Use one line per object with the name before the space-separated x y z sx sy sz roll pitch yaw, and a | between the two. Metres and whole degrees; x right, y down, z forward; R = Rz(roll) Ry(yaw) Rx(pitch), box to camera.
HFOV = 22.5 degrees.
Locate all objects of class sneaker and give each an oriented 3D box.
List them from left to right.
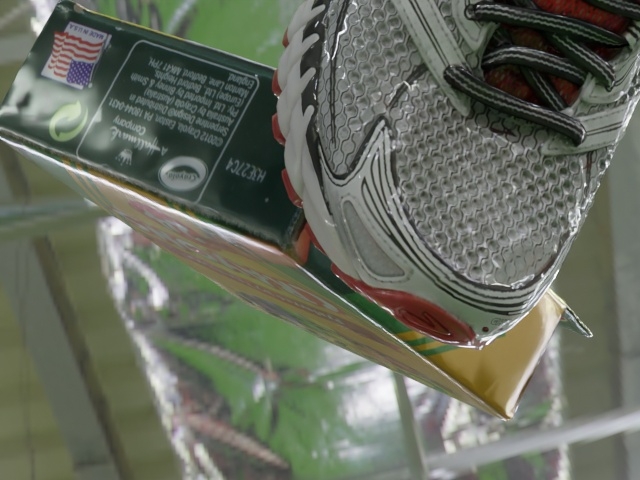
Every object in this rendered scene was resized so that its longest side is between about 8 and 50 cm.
sneaker | 0.057 -0.080 0.405 0.088 0.225 0.093 26 -22 -18

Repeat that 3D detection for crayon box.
crayon box | 0.000 0.000 0.867 0.318 0.202 0.081 37 -103 -53
